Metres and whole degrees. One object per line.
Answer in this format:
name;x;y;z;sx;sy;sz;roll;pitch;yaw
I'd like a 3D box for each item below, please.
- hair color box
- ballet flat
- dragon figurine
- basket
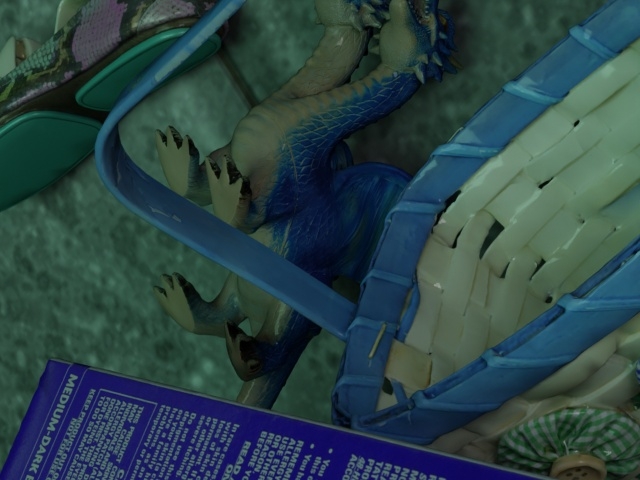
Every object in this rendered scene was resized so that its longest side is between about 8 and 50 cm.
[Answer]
hair color box;0.028;0.138;0.637;0.339;0.185;0.110;8;72;54
ballet flat;-0.139;-0.093;0.957;0.221;0.077;0.079;-33;62;33
dragon figurine;0.000;0.000;0.843;0.085;0.144;0.289;28;127;49
basket;0.088;-0.029;0.671;0.289;0.201;0.255;37;128;-12
